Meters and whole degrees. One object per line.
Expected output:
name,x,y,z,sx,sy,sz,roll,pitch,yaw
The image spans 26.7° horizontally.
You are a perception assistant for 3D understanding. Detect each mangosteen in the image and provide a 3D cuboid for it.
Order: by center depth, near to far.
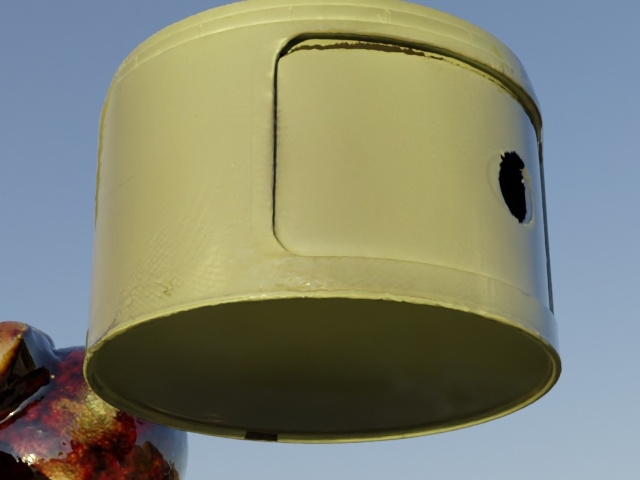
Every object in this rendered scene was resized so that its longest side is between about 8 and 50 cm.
mangosteen,-0.170,0.132,0.839,0.172,0.172,0.184,-20,-54,33

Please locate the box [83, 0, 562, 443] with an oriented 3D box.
box,0.000,0.000,0.668,0.226,0.149,0.226,-1,-23,0
